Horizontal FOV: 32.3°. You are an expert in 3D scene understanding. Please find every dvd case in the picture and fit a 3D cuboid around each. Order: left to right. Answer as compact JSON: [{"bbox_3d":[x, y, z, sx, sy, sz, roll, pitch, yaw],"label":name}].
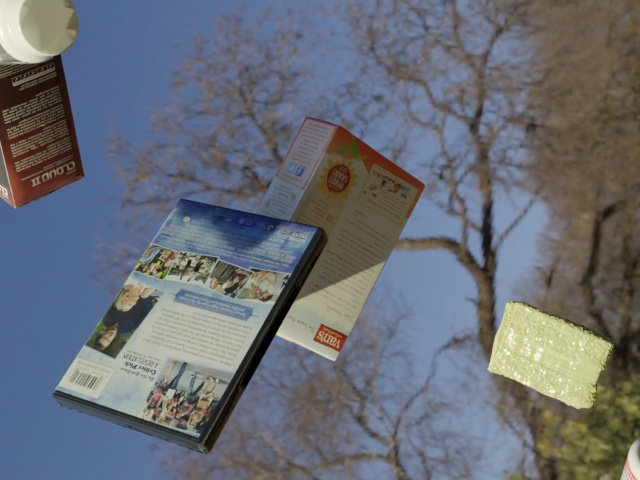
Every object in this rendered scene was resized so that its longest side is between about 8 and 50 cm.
[{"bbox_3d":[-0.123,0.073,1.068,0.253,0.180,0.022,-60,-33,-29],"label":"dvd case"}]

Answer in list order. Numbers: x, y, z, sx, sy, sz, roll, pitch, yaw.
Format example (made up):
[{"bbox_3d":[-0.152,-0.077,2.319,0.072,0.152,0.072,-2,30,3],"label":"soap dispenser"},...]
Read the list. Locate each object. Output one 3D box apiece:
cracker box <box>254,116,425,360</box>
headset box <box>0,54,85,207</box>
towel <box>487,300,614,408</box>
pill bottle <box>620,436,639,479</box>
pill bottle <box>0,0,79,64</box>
[{"bbox_3d":[0.000,0.000,1.241,0.156,0.067,0.232,31,-95,-39],"label":"cracker box"},{"bbox_3d":[-0.418,-0.195,1.402,0.110,0.218,0.293,-29,-48,-32],"label":"headset box"},{"bbox_3d":[0.298,0.147,1.437,0.027,0.148,0.110,-20,-52,-63],"label":"towel"},{"bbox_3d":[0.363,0.290,1.197,0.087,0.087,0.160,-46,-32,-46],"label":"pill bottle"},{"bbox_3d":[-0.304,-0.218,1.120,0.078,0.137,0.078,-5,-81,-38],"label":"pill bottle"}]
